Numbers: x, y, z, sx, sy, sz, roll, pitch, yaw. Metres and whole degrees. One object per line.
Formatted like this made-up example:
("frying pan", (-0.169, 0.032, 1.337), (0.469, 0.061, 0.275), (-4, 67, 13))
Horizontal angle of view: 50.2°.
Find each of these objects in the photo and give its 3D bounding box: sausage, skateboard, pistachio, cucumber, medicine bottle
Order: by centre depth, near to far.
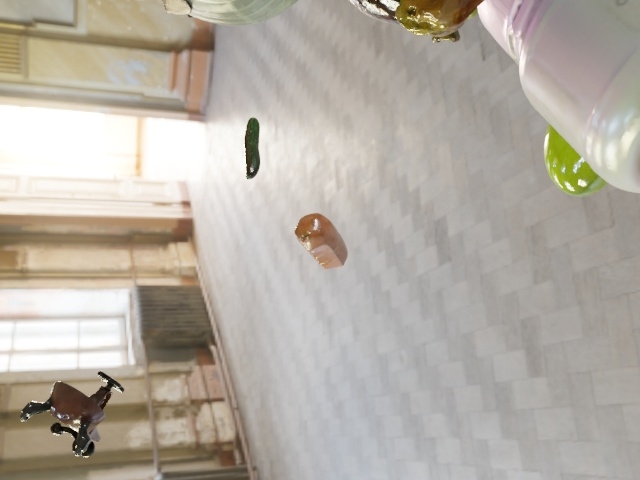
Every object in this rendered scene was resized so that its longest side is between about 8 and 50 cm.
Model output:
("skateboard", (-0.234, 0.165, 0.677), (0.080, 0.067, 0.151), (-58, -1, -23))
("pistachio", (0.143, -0.279, 0.681), (0.089, 0.173, 0.049), (47, 172, -4))
("medicine bottle", (0.333, -0.228, 0.753), (0.301, 0.241, 0.241), (62, 146, 37))
("sausage", (0.000, -0.001, 1.103), (0.169, 0.065, 0.065), (53, -150, -69))
("cucumber", (-0.134, -0.180, 1.339), (0.036, 0.033, 0.184), (111, 160, -45))

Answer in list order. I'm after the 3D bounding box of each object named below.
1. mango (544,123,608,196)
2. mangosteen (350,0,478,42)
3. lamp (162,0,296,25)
("mango", (0.447, -0.189, 1.022), (0.175, 0.143, 0.293), (52, 135, 18))
("mangosteen", (0.171, -0.499, 1.145), (0.297, 0.313, 0.296), (6, 101, 30))
("lamp", (-0.119, -0.365, 0.757), (0.265, 0.233, 0.233), (61, 176, -30))
